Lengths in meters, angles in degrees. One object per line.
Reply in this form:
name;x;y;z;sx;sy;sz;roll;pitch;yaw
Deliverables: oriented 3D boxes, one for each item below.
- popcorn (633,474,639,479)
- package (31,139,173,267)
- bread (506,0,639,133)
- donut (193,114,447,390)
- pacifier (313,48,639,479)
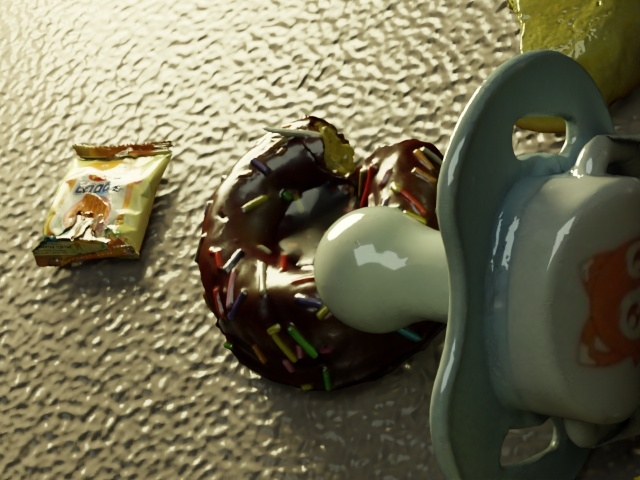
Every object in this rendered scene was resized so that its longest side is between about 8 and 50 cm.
popcorn;0.274;0.176;0.812;0.321;0.290;0.326;-14;82;4
package;-0.186;-0.032;1.360;0.108;0.031;0.121;0;59;28
bread;0.199;-0.163;1.208;0.125;0.086;0.156;-9;59;15
donut;0.001;0.001;1.196;0.216;0.096;0.230;-47;50;-7
pacifier;0.104;0.025;1.031;0.233;0.244;0.299;7;98;33
